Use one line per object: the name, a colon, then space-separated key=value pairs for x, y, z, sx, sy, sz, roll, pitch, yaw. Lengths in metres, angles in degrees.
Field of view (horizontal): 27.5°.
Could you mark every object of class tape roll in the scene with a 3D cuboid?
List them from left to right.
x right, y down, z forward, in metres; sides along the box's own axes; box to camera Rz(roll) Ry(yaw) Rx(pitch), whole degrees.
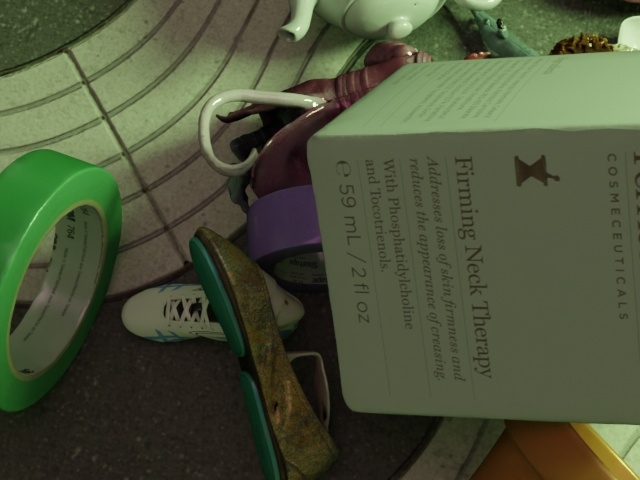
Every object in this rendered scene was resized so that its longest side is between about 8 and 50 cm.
tape roll: x=-0.354 y=0.049 z=1.618 sx=0.077 sy=0.321 sz=0.321 roll=20 pitch=72 yaw=13
tape roll: x=0.000 y=0.000 z=1.671 sx=0.188 sy=0.189 sz=0.080 roll=-4 pitch=69 yaw=4

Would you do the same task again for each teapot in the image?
teapot: x=0.090 y=-0.360 z=1.779 sx=0.256 sy=0.252 sz=0.187 roll=-30 pitch=67 yaw=27

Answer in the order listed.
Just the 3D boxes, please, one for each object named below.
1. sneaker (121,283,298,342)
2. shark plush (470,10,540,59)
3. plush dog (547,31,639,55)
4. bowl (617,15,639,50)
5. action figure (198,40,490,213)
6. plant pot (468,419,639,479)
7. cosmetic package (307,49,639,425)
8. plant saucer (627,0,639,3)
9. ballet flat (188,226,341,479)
sneaker: x=-0.147 y=0.091 z=1.708 sx=0.237 sy=0.086 sz=0.085 roll=1 pitch=71 yaw=7
shark plush: x=0.258 y=-0.287 z=1.821 sx=0.073 sy=0.067 sz=0.161 roll=-23 pitch=69 yaw=-3
plush dog: x=0.359 y=-0.166 z=1.649 sx=0.262 sy=0.225 sz=0.211 roll=31 pitch=69 yaw=-12
bowl: x=0.474 y=-0.234 z=1.787 sx=0.142 sy=0.053 sz=0.142 roll=4 pitch=70 yaw=8
action figure: x=0.044 y=-0.184 z=1.708 sx=0.370 sy=0.276 sz=0.248 roll=-22 pitch=62 yaw=12
plant pot: x=0.274 y=0.333 z=1.487 sx=0.203 sy=0.291 sz=0.291 roll=-44 pitch=70 yaw=7
cosmetic package: x=0.240 y=-0.015 z=1.459 sx=0.393 sy=0.327 sz=0.330 roll=-1 pitch=110 yaw=24
plant saucer: x=0.474 y=-0.471 z=1.862 sx=0.332 sy=0.084 sz=0.332 roll=-2 pitch=68 yaw=6
ballet flat: x=-0.060 y=0.135 z=1.616 sx=0.123 sy=0.123 sz=0.349 roll=-18 pitch=98 yaw=-1
